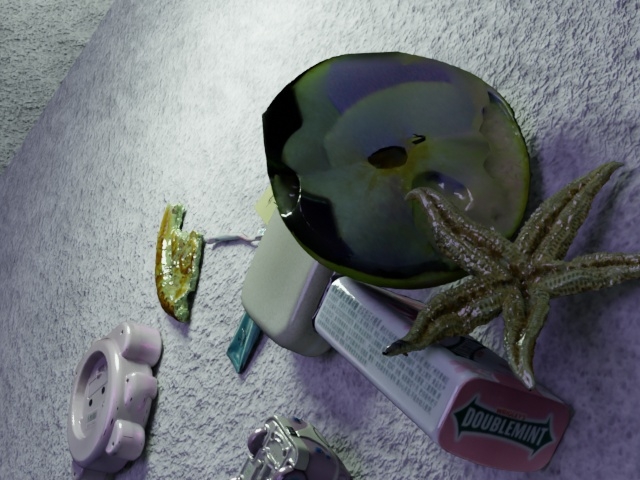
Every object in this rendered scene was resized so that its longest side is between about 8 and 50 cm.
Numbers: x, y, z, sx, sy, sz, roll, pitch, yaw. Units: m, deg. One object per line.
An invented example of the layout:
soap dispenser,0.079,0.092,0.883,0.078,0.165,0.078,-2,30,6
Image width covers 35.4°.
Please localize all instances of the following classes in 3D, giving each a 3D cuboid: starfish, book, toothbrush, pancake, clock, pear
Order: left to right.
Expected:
clock,-0.476,0.373,2.277,0.295,0.113,0.322,-40,42,39
pancake,-0.331,0.047,2.310,0.197,0.054,0.376,-51,35,25
toothbrush,-0.176,-0.006,2.126,0.269,0.021,0.027,-5,48,56
book,-0.094,-0.072,2.038,0.077,0.014,0.111,-53,33,10
pear,0.105,-0.077,1.463,0.165,0.399,0.398,98,172,-55
starfish,0.256,0.046,1.222,0.358,0.078,0.347,2,49,19

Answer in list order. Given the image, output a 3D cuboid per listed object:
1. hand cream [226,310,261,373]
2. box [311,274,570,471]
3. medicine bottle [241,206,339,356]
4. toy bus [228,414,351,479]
hand cream,-0.127,0.146,1.937,0.224,0.048,0.083,-65,33,16
box,0.144,0.167,1.342,0.112,0.190,0.370,-65,29,5
medicine bottle,0.000,0.000,1.740,0.375,0.123,0.282,-64,32,6
toy bus,-0.051,0.385,1.557,0.202,0.142,0.142,-63,31,11
